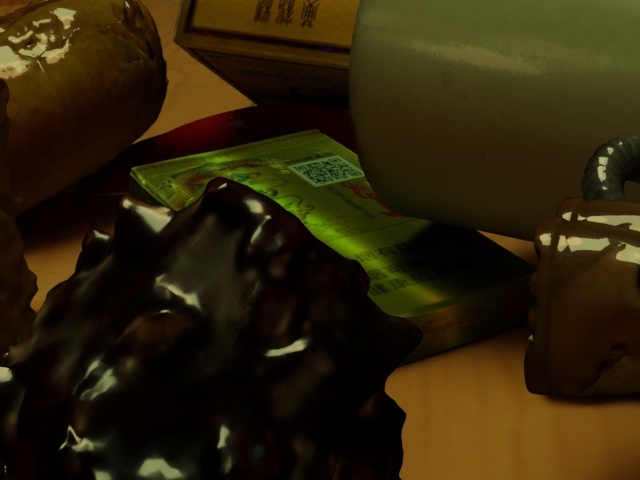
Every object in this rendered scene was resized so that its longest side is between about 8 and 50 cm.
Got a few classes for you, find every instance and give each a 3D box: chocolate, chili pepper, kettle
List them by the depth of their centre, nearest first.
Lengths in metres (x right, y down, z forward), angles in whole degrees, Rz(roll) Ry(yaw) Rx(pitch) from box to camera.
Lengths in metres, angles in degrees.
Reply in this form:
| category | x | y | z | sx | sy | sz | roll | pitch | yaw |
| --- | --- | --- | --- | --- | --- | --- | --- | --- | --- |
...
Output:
| category | x | y | z | sx | sy | sz | roll | pitch | yaw |
| --- | --- | --- | --- | --- | --- | --- | --- | --- | --- |
| chocolate | -0.049 | 0.054 | 0.610 | 0.224 | 0.177 | 0.206 | 19 | 17 | -11 |
| kettle | 0.262 | -0.075 | 0.915 | 0.377 | 0.250 | 0.361 | 16 | -13 | 33 |
| chili pepper | -0.040 | -0.064 | 1.276 | 0.368 | 0.092 | 0.137 | -1 | 39 | 33 |

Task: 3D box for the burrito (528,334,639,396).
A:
| category | x | y | z | sx | sy | sz | roll | pitch | yaw |
| --- | --- | --- | --- | --- | --- | --- | --- | --- | --- |
| burrito | 0.216 | 0.064 | 0.828 | 0.188 | 0.045 | 0.058 | -2 | 25 | 7 |

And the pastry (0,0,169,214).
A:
| category | x | y | z | sx | sy | sz | roll | pitch | yaw |
| --- | --- | --- | --- | --- | --- | --- | --- | --- | --- |
| pastry | -0.300 | -0.124 | 1.311 | 0.356 | 0.164 | 0.356 | -22 | 19 | 8 |

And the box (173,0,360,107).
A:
| category | x | y | z | sx | sy | sz | roll | pitch | yaw |
| --- | --- | --- | --- | --- | --- | --- | --- | --- | --- |
| box | 0.016 | -0.162 | 1.288 | 0.193 | 0.084 | 0.301 | 9 | -7 | 19 |

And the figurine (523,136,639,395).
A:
| category | x | y | z | sx | sy | sz | roll | pitch | yaw |
| --- | --- | --- | --- | --- | --- | --- | --- | --- | --- |
| figurine | 0.283 | 0.061 | 0.603 | 0.382 | 0.186 | 0.261 | 6 | 26 | 20 |

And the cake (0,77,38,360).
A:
| category | x | y | z | sx | sy | sz | roll | pitch | yaw |
| --- | --- | --- | --- | --- | --- | --- | --- | --- | --- |
| cake | -0.313 | 0.051 | 0.702 | 0.290 | 0.255 | 0.282 | 6 | 20 | 21 |

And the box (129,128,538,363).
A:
| category | x | y | z | sx | sy | sz | roll | pitch | yaw |
| --- | --- | --- | --- | --- | --- | --- | --- | --- | --- |
| box | 0.000 | 0.000 | 1.029 | 0.173 | 0.043 | 0.311 | -15 | 29 | -26 |
